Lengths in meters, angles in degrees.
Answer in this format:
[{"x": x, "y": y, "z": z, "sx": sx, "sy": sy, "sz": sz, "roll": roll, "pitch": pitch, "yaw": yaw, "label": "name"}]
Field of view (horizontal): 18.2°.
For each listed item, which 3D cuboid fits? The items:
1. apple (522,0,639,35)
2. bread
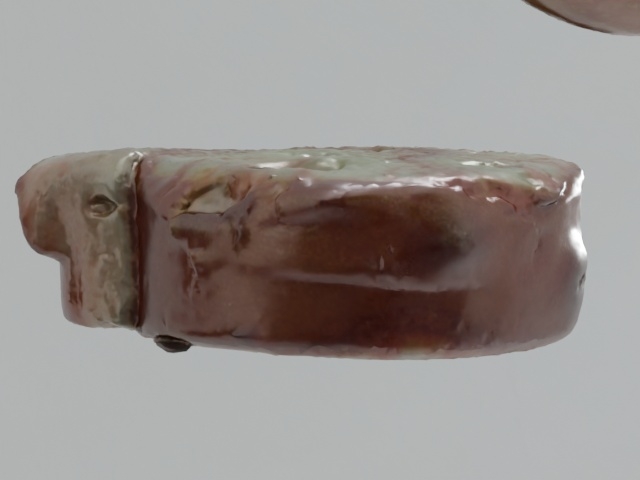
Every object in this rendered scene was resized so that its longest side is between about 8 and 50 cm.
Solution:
[{"x": 0.106, "y": -0.174, "z": 0.736, "sx": 0.181, "sy": 0.168, "sz": 0.181, "roll": -15, "pitch": -42, "yaw": -14, "label": "apple"}, {"x": 0.004, "y": 0.000, "z": 1.220, "sx": 0.295, "sy": 0.327, "sz": 0.114, "roll": -4, "pitch": -84, "yaw": -46, "label": "bread"}]
